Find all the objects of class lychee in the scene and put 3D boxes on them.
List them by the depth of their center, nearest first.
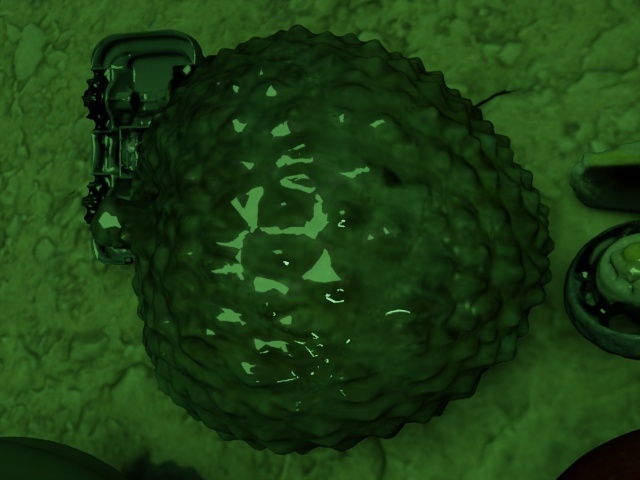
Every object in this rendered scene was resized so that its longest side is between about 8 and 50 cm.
[{"bbox_3d":[0.000,0.000,0.462,0.274,0.255,0.255,-1,69,-20],"label":"lychee"}]

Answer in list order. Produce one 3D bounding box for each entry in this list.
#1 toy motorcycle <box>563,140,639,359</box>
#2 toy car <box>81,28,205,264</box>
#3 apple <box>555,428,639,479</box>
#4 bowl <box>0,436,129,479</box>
[{"bbox_3d":[0.309,-0.023,0.406,0.340,0.108,0.223,-5,51,31],"label":"toy motorcycle"},{"bbox_3d":[-0.126,-0.067,0.606,0.097,0.100,0.191,2,94,20],"label":"toy car"},{"bbox_3d":[0.200,0.209,0.330,0.260,0.216,0.260,-6,68,16],"label":"apple"},{"bbox_3d":[-0.202,0.245,0.444,0.354,0.354,0.185,-15,25,15],"label":"bowl"}]
